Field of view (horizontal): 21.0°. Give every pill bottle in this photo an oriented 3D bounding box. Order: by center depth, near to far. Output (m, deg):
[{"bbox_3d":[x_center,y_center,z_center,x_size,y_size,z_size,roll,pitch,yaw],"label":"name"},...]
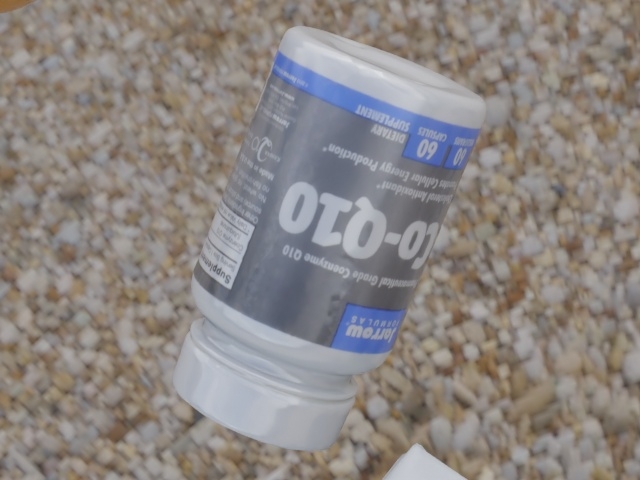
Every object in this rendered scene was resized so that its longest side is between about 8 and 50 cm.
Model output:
[{"bbox_3d":[0.000,0.000,0.618,0.078,0.078,0.137,27,103,28],"label":"pill bottle"}]

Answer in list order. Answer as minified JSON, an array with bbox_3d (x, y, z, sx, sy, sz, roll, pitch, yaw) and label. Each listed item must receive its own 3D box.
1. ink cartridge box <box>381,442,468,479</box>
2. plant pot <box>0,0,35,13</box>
[{"bbox_3d":[0.083,0.291,0.742,0.309,0.130,0.272,34,55,13],"label":"ink cartridge box"},{"bbox_3d":[-0.141,-0.208,0.757,0.205,0.188,0.205,16,48,-19],"label":"plant pot"}]
